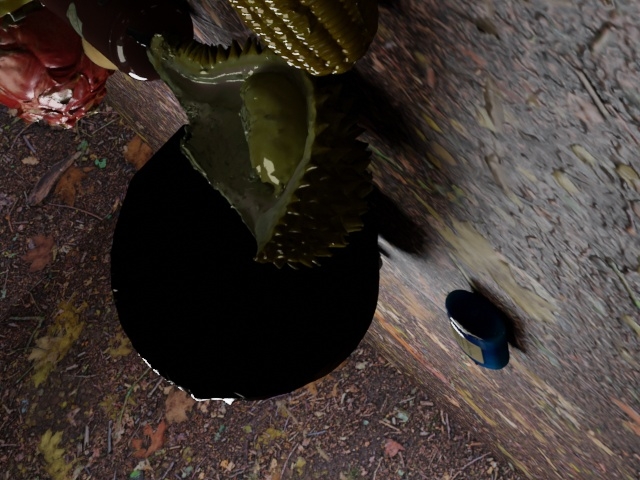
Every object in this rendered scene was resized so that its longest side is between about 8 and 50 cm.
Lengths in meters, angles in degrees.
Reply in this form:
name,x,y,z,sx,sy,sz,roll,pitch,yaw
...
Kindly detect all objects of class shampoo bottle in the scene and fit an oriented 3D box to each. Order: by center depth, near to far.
name,x,y,z,sx,sy,sz,roll,pitch,yaw
shampoo bottle,0.204,0.120,1.314,0.087,0.050,0.183,39,172,22

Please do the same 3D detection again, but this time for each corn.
name,x,y,z,sx,sy,sz,roll,pitch,yaw
corn,-0.038,-0.195,0.600,0.102,0.102,0.313,40,172,36

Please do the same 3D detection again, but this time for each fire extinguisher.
name,x,y,z,sx,sy,sz,roll,pitch,yaw
fire extinguisher,-0.262,-0.293,1.300,0.337,0.114,0.135,40,-167,35

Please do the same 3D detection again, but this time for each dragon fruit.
name,x,y,z,sx,sy,sz,roll,pitch,yaw
dragon fruit,-0.534,-0.370,1.911,0.342,0.277,0.277,58,170,-19

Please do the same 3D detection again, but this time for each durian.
name,x,y,z,sx,sy,sz,roll,pitch,yaw
durian,-0.050,-0.103,0.979,0.306,0.166,0.172,52,175,26

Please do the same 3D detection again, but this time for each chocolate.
name,x,y,z,sx,sy,sz,roll,pitch,yaw
chocolate,-0.061,0.047,1.415,0.384,0.383,0.331,42,-171,21

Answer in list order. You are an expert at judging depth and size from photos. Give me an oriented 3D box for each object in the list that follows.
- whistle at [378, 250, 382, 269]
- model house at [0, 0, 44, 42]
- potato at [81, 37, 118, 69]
name,x,y,z,sx,sy,sz,roll,pitch,yaw
whistle,0.000,0.000,1.629,0.223,0.123,0.123,23,163,34
model house,-0.493,-0.437,1.510,0.224,0.198,0.215,40,159,47
potato,-0.317,-0.318,1.604,0.112,0.112,0.147,48,166,-27
